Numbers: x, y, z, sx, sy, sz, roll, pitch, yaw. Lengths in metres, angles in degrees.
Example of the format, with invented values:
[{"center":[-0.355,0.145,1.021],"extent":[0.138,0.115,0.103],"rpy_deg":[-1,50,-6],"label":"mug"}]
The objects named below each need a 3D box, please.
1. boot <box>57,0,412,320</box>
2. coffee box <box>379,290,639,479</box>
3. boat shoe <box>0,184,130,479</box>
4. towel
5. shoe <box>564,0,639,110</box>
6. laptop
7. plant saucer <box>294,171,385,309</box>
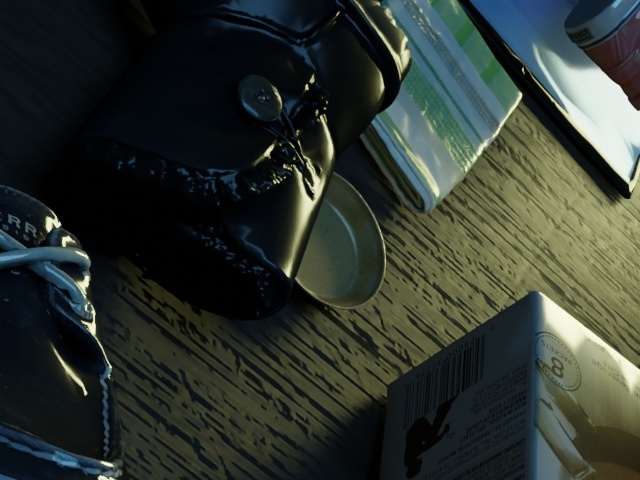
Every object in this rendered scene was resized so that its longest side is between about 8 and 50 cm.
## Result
[{"center":[-0.072,-0.101,0.884],"extent":[0.246,0.094,0.207],"rpy_deg":[47,43,-16],"label":"boot"},{"center":[0.117,0.195,0.860],"extent":[0.168,0.119,0.297],"rpy_deg":[36,37,-24],"label":"coffee box"},{"center":[-0.122,0.031,0.610],"extent":[0.108,0.301,0.102],"rpy_deg":[23,93,-26],"label":"boat shoe"},{"center":[0.060,-0.093,1.076],"extent":[0.113,0.023,0.152],"rpy_deg":[55,39,-11],"label":"towel"},{"center":[0.242,-0.169,1.181],"extent":[0.178,0.063,0.081],"rpy_deg":[-47,109,-13],"label":"shoe"},{"center":[0.217,-0.212,1.208],"extent":[0.234,0.264,0.136],"rpy_deg":[46,6,-18],"label":"laptop"},{"center":[0.000,0.000,0.963],"extent":[0.083,0.015,0.083],"rpy_deg":[22,54,-35],"label":"plant saucer"}]
